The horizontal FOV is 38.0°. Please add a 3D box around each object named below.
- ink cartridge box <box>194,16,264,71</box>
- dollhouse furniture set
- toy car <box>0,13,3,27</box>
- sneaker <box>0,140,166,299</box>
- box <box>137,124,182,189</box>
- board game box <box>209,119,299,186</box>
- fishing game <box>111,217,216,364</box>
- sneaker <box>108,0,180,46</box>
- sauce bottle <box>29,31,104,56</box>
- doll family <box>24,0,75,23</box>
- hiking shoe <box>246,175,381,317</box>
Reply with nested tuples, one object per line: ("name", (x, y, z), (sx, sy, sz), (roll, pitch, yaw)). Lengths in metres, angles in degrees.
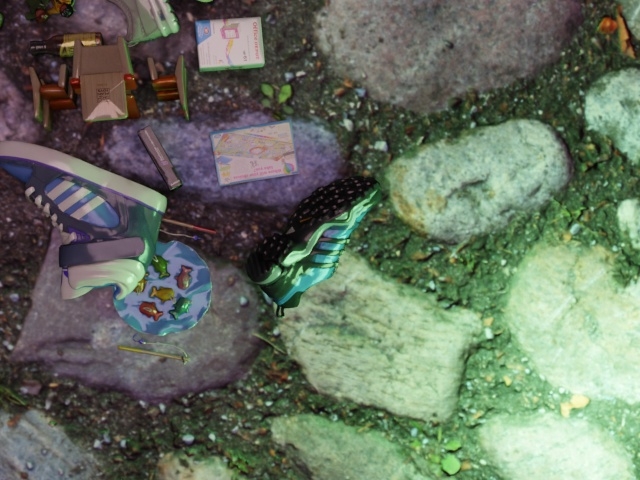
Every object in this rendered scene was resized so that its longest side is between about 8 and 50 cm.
("ink cartridge box", (-0.167, -0.362, 1.711), (0.123, 0.052, 0.088), (-6, 93, -8))
("dollhouse furniture set", (-0.360, -0.242, 1.589), (0.262, 0.259, 0.135), (-5, 84, -6))
("toy car", (-0.669, -0.440, 1.640), (0.225, 0.053, 0.239), (32, 89, -8))
("sneaker", (-0.451, -0.020, 1.639), (0.323, 0.130, 0.236), (21, 82, -9))
("box", (-0.283, -0.143, 1.650), (0.029, 0.162, 0.116), (-30, 96, -6))
("board game box", (-0.124, -0.163, 1.739), (0.154, 0.026, 0.103), (-9, 94, -7))
("fishing game", (-0.295, 0.087, 1.721), (0.189, 0.041, 0.263), (16, 88, -7))
("sneaker", (-0.363, -0.479, 1.654), (0.115, 0.105, 0.281), (-28, 93, 0))
("sauce bottle", (-0.458, -0.352, 1.679), (0.128, 0.042, 0.042), (-7, 94, -5))
("doll family", (-0.450, -0.454, 1.638), (0.193, 0.076, 0.111), (-37, 76, 34))
("hiking shoe", (0.000, 0.000, 1.740), (0.304, 0.113, 0.132), (-39, 127, -10))
